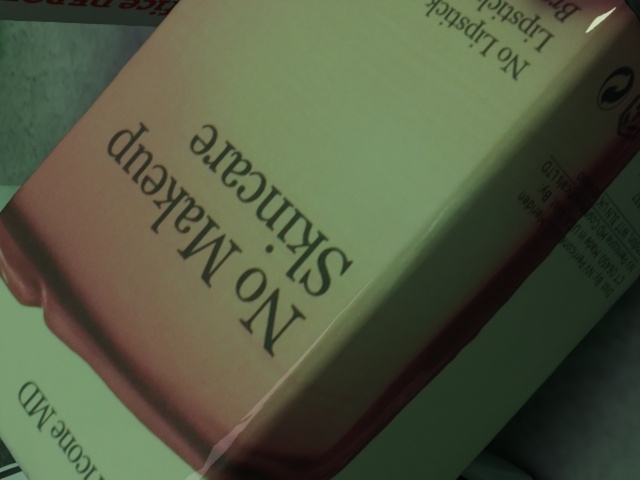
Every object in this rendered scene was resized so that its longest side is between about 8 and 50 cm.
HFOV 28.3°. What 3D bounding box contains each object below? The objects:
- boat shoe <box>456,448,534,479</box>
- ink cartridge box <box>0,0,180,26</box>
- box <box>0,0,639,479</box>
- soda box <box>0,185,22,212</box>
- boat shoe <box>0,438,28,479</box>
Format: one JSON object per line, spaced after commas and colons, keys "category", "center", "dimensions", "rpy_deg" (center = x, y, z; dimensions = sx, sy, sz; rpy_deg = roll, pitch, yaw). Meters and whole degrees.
{"category": "boat shoe", "center": [0.061, 0.168, 0.465], "dimensions": [0.335, 0.119, 0.121], "rpy_deg": [30, 114, 42]}
{"category": "ink cartridge box", "center": [-0.060, -0.186, 0.541], "dimensions": [0.219, 0.160, 0.093], "rpy_deg": [-37, 68, 42]}
{"category": "box", "center": [0.000, 0.000, 0.448], "dimensions": [0.232, 0.127, 0.148], "rpy_deg": [-49, 54, 3]}
{"category": "soda box", "center": [-0.213, 0.009, 0.698], "dimensions": [0.058, 0.183, 0.063], "rpy_deg": [-44, 61, 39]}
{"category": "boat shoe", "center": [-0.232, 0.145, 0.782], "dimensions": [0.306, 0.113, 0.105], "rpy_deg": [-28, 66, 41]}
